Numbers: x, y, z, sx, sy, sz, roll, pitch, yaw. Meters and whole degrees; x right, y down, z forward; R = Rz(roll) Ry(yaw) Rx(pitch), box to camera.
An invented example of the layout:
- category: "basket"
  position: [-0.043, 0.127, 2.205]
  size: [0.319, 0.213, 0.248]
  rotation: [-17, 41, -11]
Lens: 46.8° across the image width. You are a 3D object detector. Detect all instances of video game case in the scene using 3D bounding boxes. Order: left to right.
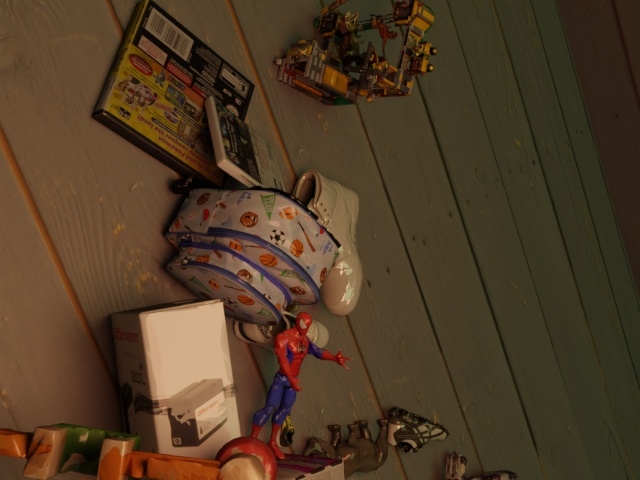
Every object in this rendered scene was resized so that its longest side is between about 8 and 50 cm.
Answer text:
- category: "video game case"
  position: [-0.251, -0.253, 1.330]
  size: [0.275, 0.035, 0.248]
  rotation: [35, 59, -40]
- category: "video game case"
  position: [-0.133, -0.155, 1.333]
  size: [0.173, 0.022, 0.190]
  rotation: [36, 26, -41]

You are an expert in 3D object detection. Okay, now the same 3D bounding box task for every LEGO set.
- category: "LEGO set"
  position: [0.055, -0.407, 1.514]
  size: [0.192, 0.331, 0.255]
  rotation: [17, 91, -43]

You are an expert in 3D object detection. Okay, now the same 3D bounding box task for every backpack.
- category: "backpack"
  position: [-0.112, 0.021, 1.263]
  size: [0.276, 0.263, 0.213]
  rotation: [39, 57, -38]

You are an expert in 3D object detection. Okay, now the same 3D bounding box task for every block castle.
- category: "block castle"
  position: [-0.294, 0.369, 0.898]
  size: [0.453, 0.213, 0.303]
  rotation: [9, 78, -2]

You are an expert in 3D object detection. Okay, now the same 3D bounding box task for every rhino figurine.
- category: "rhino figurine"
  position: [0.053, 0.431, 1.515]
  size: [0.243, 0.073, 0.106]
  rotation: [6, 76, -46]

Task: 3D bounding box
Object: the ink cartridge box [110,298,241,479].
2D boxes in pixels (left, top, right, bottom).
- category: "ink cartridge box"
  position: [-0.219, 0.249, 1.116]
  size: [0.129, 0.223, 0.307]
  rotation: [-7, 88, -27]

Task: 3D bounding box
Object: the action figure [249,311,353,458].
- category: "action figure"
  position: [-0.041, 0.271, 1.319]
  size: [0.091, 0.139, 0.280]
  rotation: [8, 98, -44]

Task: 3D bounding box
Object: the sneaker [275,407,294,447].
- category: "sneaker"
  position: [-0.063, 0.358, 1.425]
  size: [0.031, 0.035, 0.083]
  rotation: [16, 71, -46]

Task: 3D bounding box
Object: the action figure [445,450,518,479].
- category: "action figure"
  position: [0.368, 0.619, 1.818]
  size: [0.285, 0.099, 0.185]
  rotation: [17, 78, -41]

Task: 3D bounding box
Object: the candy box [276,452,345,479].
- category: "candy box"
  position: [-0.088, 0.438, 1.292]
  size: [0.233, 0.159, 0.071]
  rotation: [-2, 84, -47]

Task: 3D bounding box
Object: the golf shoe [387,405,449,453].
- category: "golf shoe"
  position: [0.217, 0.448, 1.705]
  size: [0.198, 0.077, 0.094]
  rotation: [28, 78, -37]

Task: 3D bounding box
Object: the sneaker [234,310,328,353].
- category: "sneaker"
  position: [-0.054, 0.179, 1.426]
  size: [0.235, 0.095, 0.090]
  rotation: [16, 70, -47]

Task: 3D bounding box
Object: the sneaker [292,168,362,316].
- category: "sneaker"
  position: [0.000, 0.000, 1.507]
  size: [0.169, 0.108, 0.292]
  rotation: [27, 54, -47]

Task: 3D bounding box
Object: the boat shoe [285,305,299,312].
- category: "boat shoe"
  position: [-0.057, 0.067, 1.476]
  size: [0.048, 0.056, 0.153]
  rotation: [28, 59, -68]
